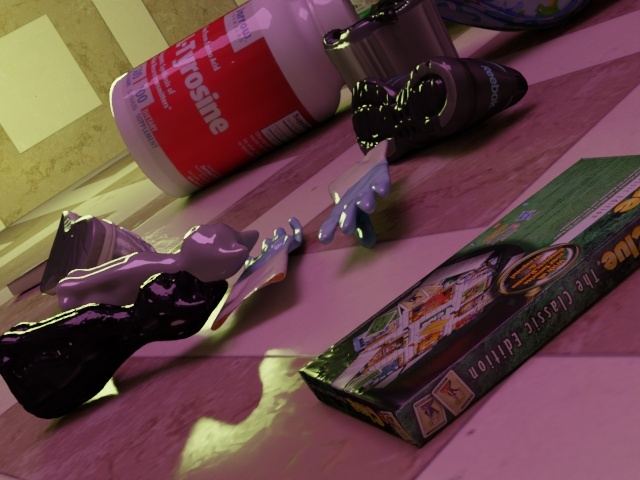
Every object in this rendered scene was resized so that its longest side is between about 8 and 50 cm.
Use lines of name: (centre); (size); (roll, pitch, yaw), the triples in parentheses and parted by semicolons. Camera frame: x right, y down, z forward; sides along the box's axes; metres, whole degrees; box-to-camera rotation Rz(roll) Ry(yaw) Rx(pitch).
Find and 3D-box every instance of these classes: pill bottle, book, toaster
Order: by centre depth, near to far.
toaster: (0.099, -0.224, 1.254); (0.129, 0.146, 0.227); (-33, 14, -7)
pill bottle: (-0.117, -0.256, 1.631); (0.407, 0.229, 0.229); (-28, 14, 12)
book: (-0.460, 0.040, 1.725); (0.144, 0.035, 0.096); (-30, 10, 8)

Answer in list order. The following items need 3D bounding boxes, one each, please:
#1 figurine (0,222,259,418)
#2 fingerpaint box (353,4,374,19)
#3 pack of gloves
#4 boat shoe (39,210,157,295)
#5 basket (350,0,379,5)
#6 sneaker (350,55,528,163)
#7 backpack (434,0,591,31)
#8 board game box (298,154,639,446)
figurine: (-0.164, 0.058, 0.944); (0.209, 0.092, 0.215); (-23, 15, 18)
fingerpaint box: (0.241, -0.624, 2.305); (0.444, 0.163, 0.371); (-24, 17, 24)
pack of gloves: (0.000, 0.000, 0.943); (0.195, 0.046, 0.232); (-40, 9, 13)
boat shoe: (-0.298, 0.025, 1.325); (0.320, 0.103, 0.118); (-7, 66, 65)
basket: (0.197, -0.585, 1.808); (0.266, 0.331, 0.328); (10, 20, 1)
sneaker: (0.120, -0.142, 1.098); (0.106, 0.101, 0.267); (-12, 6, -23)
backpack: (0.207, -0.413, 1.317); (0.290, 0.355, 0.273); (-64, 24, 1)
board game box: (0.118, 0.024, 0.613); (0.259, 0.030, 0.136); (-35, 13, -17)
